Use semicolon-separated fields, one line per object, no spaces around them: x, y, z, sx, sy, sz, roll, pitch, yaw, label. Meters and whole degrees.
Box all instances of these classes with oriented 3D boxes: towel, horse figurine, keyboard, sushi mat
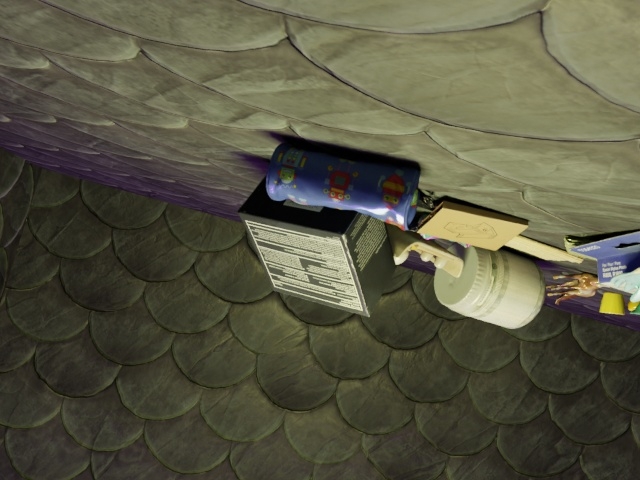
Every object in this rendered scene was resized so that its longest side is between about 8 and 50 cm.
0.618;0.022;1.585;0.110;0.027;0.148;14;175;25;towel
0.785;0.141;2.100;0.174;0.066;0.263;-3;164;9;horse figurine
0.208;-0.099;1.522;0.108;0.023;0.180;19;179;29;keyboard
0.511;0.006;1.789;0.316;0.019;0.151;17;176;-19;sushi mat

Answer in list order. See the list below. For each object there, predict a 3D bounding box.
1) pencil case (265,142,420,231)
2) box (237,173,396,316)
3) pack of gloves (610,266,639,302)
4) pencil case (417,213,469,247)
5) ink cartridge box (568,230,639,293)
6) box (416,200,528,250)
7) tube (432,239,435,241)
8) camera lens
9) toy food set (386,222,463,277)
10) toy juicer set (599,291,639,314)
0.051;-0.107;1.343;0.306;0.119;0.133;14;-174;15;pencil case
0.000;0.000;1.677;0.296;0.183;0.294;13;141;29;box
0.693;0.107;1.353;0.195;0.046;0.232;18;170;3;pack of gloves
0.317;-0.026;1.718;0.064;0.070;0.151;2;-173;-43;pencil case
0.730;0.070;1.407;0.330;0.071;0.324;15;170;-7;ink cartridge box
0.340;-0.031;1.561;0.201;0.021;0.164;13;159;-8;box
0.263;-0.022;2.105;0.207;0.052;0.080;26;161;-31;tube
0.503;0.130;2.027;0.274;0.219;0.219;17;175;-26;camera lens
0.233;0.015;1.895;0.306;0.092;0.220;20;-166;-48;toy food set
0.999;0.215;2.049;0.329;0.089;0.209;5;175;16;toy juicer set
